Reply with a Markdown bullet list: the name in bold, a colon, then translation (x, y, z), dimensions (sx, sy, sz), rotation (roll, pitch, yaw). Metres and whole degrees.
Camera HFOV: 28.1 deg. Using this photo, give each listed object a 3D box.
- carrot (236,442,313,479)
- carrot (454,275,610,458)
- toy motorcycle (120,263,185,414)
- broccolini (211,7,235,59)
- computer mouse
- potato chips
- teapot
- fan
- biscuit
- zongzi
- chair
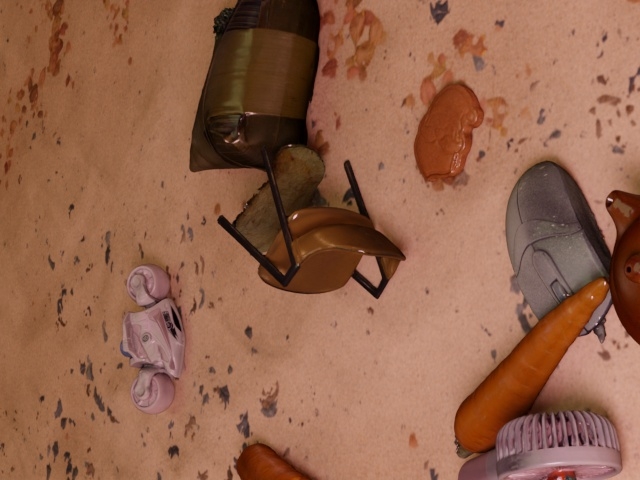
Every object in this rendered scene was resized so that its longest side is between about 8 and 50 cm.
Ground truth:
- **carrot**: translation (-0.056, 0.354, 1.793), dimensions (0.193, 0.087, 0.087), rotation (23, 103, 53)
- **carrot**: translation (0.226, 0.145, 1.418), dimensions (0.336, 0.069, 0.069), rotation (-62, 40, 41)
- **toy motorcycle**: translation (-0.272, 0.161, 2.131), dimensions (0.112, 0.112, 0.254), rotation (-19, 70, 52)
- **broccolini**: translation (-0.154, -0.285, 2.077), dimensions (0.091, 0.068, 0.202), rotation (-105, 24, -47)
- **computer mouse**: translation (0.258, 0.012, 1.421), dimensions (0.113, 0.068, 0.229), rotation (-46, 50, 43)
- **potato chips**: translation (-0.065, -0.051, 1.829), dimensions (0.026, 0.142, 0.209), rotation (56, 153, 34)
- **teapot**: translation (0.353, 0.047, 1.228), dimensions (0.178, 0.135, 0.252), rotation (-59, 41, 36)
- **fan**: translation (0.228, 0.244, 1.394), dimensions (0.244, 0.130, 0.074), rotation (136, 134, -60)
- **biscuit**: translation (0.159, -0.136, 1.625), dimensions (0.102, 0.019, 0.130), rotation (53, 127, 45)
- **zongzi**: translation (-0.123, -0.248, 1.940), dimensions (0.317, 0.154, 0.289), rotation (-1, 76, 60)
- **chair**: translation (0.000, 0.000, 1.707), dimensions (0.172, 0.159, 0.247), rotation (-58, 42, 29)
